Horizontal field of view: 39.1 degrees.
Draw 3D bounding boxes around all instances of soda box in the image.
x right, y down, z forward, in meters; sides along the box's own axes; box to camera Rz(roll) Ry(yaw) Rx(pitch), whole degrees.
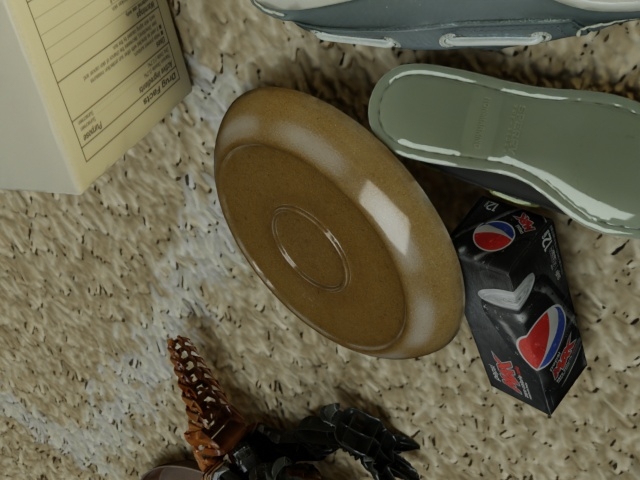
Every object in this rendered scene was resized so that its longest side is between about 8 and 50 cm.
[{"bbox_3d":[0.140,0.050,0.636,0.060,0.053,0.169,24,153,41],"label":"soda box"}]

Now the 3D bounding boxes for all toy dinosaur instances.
[{"bbox_3d":[-0.048,0.236,0.853,0.322,0.164,0.218,39,148,-28],"label":"toy dinosaur"}]

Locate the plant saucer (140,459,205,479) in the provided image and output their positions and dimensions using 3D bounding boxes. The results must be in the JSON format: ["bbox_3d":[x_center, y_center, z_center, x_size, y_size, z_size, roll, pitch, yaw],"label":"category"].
[{"bbox_3d":[-0.125,0.303,1.015,0.168,0.029,0.168,14,131,16],"label":"plant saucer"}]

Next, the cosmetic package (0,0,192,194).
[{"bbox_3d":[-0.200,-0.201,0.572,0.113,0.160,0.310,5,126,23],"label":"cosmetic package"}]

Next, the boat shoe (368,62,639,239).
[{"bbox_3d":[0.145,-0.060,0.579,0.227,0.068,0.081,20,97,9],"label":"boat shoe"}]

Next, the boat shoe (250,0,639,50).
[{"bbox_3d":[0.108,-0.166,0.515,0.319,0.116,0.099,1,169,17],"label":"boat shoe"}]

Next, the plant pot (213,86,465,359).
[{"bbox_3d":[0.000,0.000,0.656,0.236,0.032,0.236,34,149,25],"label":"plant pot"}]
